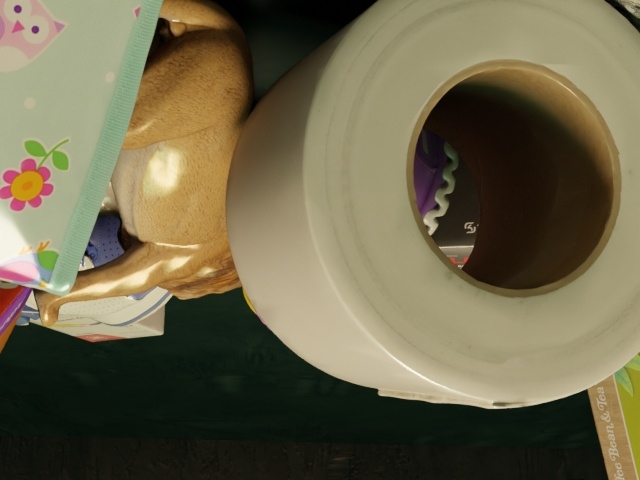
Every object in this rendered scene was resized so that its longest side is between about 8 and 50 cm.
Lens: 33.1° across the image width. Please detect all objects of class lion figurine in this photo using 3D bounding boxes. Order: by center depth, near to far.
[{"bbox_3d":[-0.106,-0.063,0.763,0.240,0.142,0.392,-17,158,-14],"label":"lion figurine"}]

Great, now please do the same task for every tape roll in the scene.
[{"bbox_3d":[0.079,-0.027,0.657,0.246,0.246,0.169,8,172,-19],"label":"tape roll"}]

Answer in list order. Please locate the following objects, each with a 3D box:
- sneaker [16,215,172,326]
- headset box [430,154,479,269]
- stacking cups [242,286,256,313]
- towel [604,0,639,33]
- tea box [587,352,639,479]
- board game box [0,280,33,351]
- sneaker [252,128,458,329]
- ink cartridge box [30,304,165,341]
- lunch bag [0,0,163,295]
[{"bbox_3d":[-0.286,0.010,1.012,0.315,0.127,0.182,-11,160,37],"label":"sneaker"},{"bbox_3d":[0.197,-0.011,0.947,0.218,0.110,0.293,-2,161,9],"label":"headset box"},{"bbox_3d":[0.000,0.000,1.013,0.096,0.096,0.316,6,161,-13],"label":"stacking cups"},{"bbox_3d":[0.290,-0.075,0.592,0.324,0.056,0.312,31,178,31],"label":"towel"},{"bbox_3d":[0.498,0.152,1.111,0.323,0.220,0.329,-15,176,42],"label":"tea box"},{"bbox_3d":[-0.452,0.117,0.652,0.356,0.356,0.356,34,134,-6],"label":"board game box"},{"bbox_3d":[0.018,-0.015,0.804,0.104,0.095,0.236,8,116,-32],"label":"sneaker"},{"bbox_3d":[-0.286,0.065,1.264,0.115,0.067,0.198,-9,159,28],"label":"ink cartridge box"},{"bbox_3d":[-0.181,-0.135,0.465,0.223,0.262,0.160,13,-162,-28],"label":"lunch bag"}]
